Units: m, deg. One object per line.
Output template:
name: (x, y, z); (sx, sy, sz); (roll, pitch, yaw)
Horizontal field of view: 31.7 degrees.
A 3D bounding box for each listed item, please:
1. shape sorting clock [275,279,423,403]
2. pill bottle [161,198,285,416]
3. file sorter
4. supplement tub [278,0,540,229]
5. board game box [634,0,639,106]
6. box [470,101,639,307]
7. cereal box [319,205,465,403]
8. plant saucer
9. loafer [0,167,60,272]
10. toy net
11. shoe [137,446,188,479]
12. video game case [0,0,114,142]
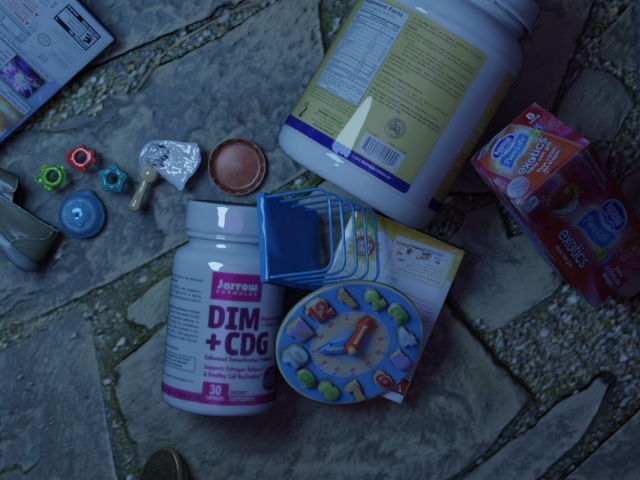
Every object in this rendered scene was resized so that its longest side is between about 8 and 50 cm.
shape sorting clock: (0.041, 0.142, 1.536); (0.206, 0.040, 0.206); (-3, 118, -6)
pill bottle: (-0.130, 0.090, 1.559); (0.160, 0.160, 0.283); (5, 94, 1)
file sorter: (0.000, 0.000, 1.508); (0.104, 0.170, 0.118); (-8, 79, 24)
supplement tub: (0.119, -0.208, 1.495); (0.241, 0.241, 0.331); (31, 93, -1)
board game box: (0.588, -0.306, 1.528); (0.290, 0.141, 0.232); (-2, 94, 1)
box: (0.326, -0.044, 1.496); (0.122, 0.128, 0.257); (-42, 130, 3)
cereal box: (0.082, 0.091, 1.612); (0.173, 0.047, 0.240); (23, 95, 1)
plant saucer: (-0.120, -0.107, 1.620); (0.083, 0.013, 0.084); (0, 94, 2)
loafer: (-0.466, -0.071, 1.599); (0.087, 0.094, 0.251); (-41, 101, -2)
toy net: (-0.282, -0.096, 1.612); (0.232, 0.045, 0.122); (-25, 91, 1)
shoe: (-0.228, 0.407, 1.640); (0.076, 0.058, 0.219); (5, 90, 21)
video game case: (-0.461, -0.290, 1.524); (0.244, 0.061, 0.269); (-42, 127, 3)
